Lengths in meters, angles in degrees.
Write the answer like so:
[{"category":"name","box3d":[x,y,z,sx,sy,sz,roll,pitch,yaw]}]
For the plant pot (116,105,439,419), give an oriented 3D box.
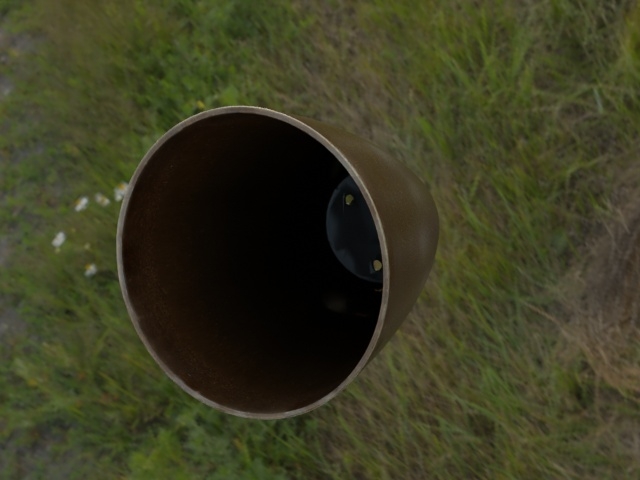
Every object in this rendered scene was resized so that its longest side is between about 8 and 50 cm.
[{"category":"plant pot","box3d":[0.000,0.000,0.826,0.216,0.230,0.215,5,101,27]}]
